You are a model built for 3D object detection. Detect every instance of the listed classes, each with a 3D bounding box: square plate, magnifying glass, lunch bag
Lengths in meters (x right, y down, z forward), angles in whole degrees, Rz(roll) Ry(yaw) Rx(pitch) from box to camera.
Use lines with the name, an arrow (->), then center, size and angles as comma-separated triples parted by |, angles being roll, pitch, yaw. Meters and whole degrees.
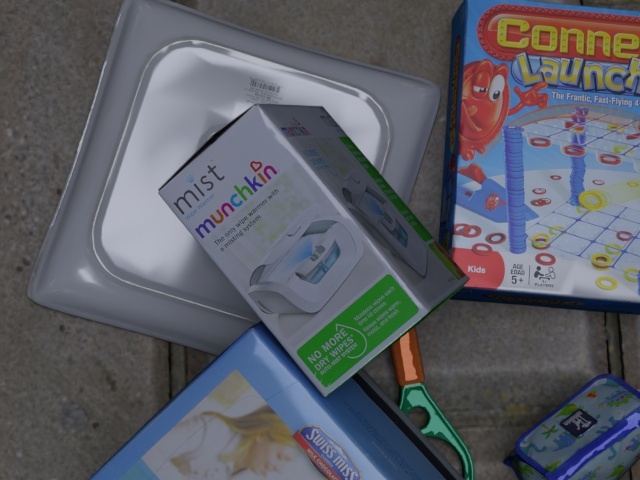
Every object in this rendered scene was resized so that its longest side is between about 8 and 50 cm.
square plate -> -0.082, -0.054, 1.620 | 0.347, 0.049, 0.344 | 17, 80, -2
magnifying glass -> 0.095, 0.168, 1.603 | 0.092, 0.026, 0.231 | -10, 85, -6
lunch bag -> 0.257, 0.201, 1.549 | 0.129, 0.151, 0.096 | -37, 85, -9

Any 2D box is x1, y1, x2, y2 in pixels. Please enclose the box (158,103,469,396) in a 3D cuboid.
box -> 0.000, 0.000, 1.450 | 0.127, 0.262, 0.231 | -40, 84, 13

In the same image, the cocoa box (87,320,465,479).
cocoa box -> -0.003, 0.261, 1.449 | 0.231, 0.228, 0.347 | -44, 86, 10

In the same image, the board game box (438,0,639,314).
board game box -> 0.282, -0.082, 1.634 | 0.308, 0.086, 0.302 | 5, 80, -4
